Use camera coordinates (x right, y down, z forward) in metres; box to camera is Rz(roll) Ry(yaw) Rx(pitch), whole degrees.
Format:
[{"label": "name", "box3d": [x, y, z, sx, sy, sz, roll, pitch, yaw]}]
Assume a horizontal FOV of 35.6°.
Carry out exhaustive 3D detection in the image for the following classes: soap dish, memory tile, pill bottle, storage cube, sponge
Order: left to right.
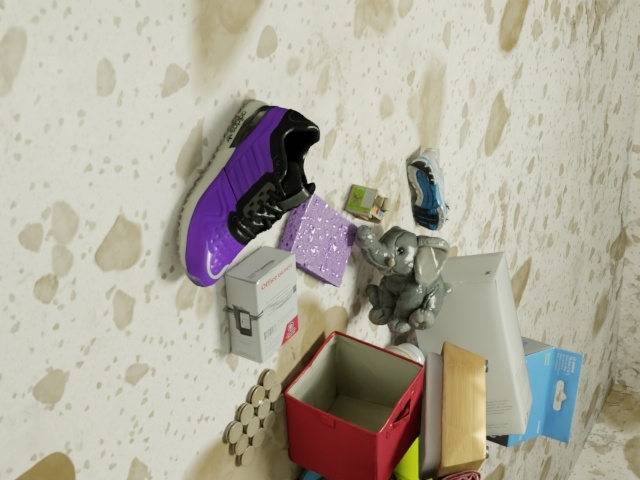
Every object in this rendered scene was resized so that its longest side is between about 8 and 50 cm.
[{"label": "memory tile", "box3d": [-0.108, 0.298, 1.688, 0.148, 0.012, 0.113, -56, 147, -30]}, {"label": "sponge", "box3d": [0.000, 0.000, 1.714, 0.210, 0.031, 0.117, 34, 74, -60]}, {"label": "storage cube", "box3d": [0.064, 0.315, 1.801, 0.183, 0.215, 0.193, -48, 149, -40]}, {"label": "pill bottle", "box3d": [0.138, 0.275, 2.022, 0.184, 0.103, 0.103, -27, 126, -54]}, {"label": "soap dish", "box3d": [0.250, 0.341, 1.903, 0.291, 0.118, 0.229, 82, 10, -68]}]

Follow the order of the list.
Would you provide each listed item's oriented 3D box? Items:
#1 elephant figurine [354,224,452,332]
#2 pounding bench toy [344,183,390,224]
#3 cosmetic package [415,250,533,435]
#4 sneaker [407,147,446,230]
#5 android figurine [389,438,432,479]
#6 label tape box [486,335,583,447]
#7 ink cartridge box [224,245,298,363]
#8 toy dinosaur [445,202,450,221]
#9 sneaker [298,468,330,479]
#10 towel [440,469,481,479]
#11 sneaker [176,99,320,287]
[{"label": "elephant figurine", "box3d": [0.161, 0.041, 1.874, 0.186, 0.169, 0.239, -77, 164, -60]}, {"label": "pounding bench toy", "box3d": [0.099, -0.061, 1.805, 0.065, 0.083, 0.052, 30, 77, -60]}, {"label": "cosmetic package", "box3d": [0.321, 0.223, 2.117, 0.155, 0.197, 0.365, -49, 130, -61]}, {"label": "sneaker", "box3d": [0.230, -0.105, 2.039, 0.083, 0.071, 0.190, -56, 147, -41]}, {"label": "android figurine", "box3d": [0.188, 0.429, 2.116, 0.273, 0.056, 0.248, 36, 52, -35]}, {"label": "label tape box", "box3d": [0.412, 0.336, 2.298, 0.106, 0.334, 0.240, -29, 128, -53]}, {"label": "ink cartridge box", "box3d": [-0.090, 0.098, 1.567, 0.109, 0.063, 0.150, -38, 135, -47]}, {"label": "toy dinosaur", "box3d": [0.249, -0.077, 2.136, 0.090, 0.047, 0.082, -92, 174, -67]}, {"label": "sneaker", "box3d": [0.015, 0.540, 1.955, 0.139, 0.125, 0.341, -72, 164, -63]}, {"label": "towel", "box3d": [0.190, 0.520, 1.961, 0.329, 0.237, 0.037, 81, -11, -70]}, {"label": "sneaker", "box3d": [-0.089, -0.063, 1.402, 0.293, 0.146, 0.102, -67, 151, -15]}]
